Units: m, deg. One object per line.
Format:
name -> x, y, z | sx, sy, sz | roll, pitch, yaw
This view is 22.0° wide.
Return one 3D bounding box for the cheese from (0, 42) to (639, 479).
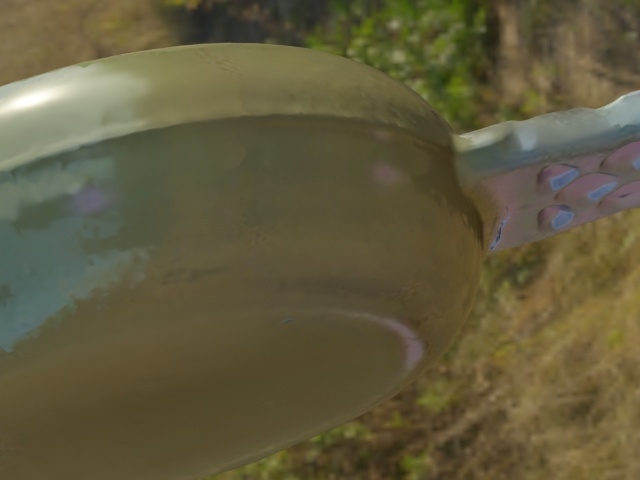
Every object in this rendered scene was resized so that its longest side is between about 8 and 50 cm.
cheese -> 0.000, 0.000, 0.365 | 0.137, 0.227, 0.064 | 71, -177, -67
